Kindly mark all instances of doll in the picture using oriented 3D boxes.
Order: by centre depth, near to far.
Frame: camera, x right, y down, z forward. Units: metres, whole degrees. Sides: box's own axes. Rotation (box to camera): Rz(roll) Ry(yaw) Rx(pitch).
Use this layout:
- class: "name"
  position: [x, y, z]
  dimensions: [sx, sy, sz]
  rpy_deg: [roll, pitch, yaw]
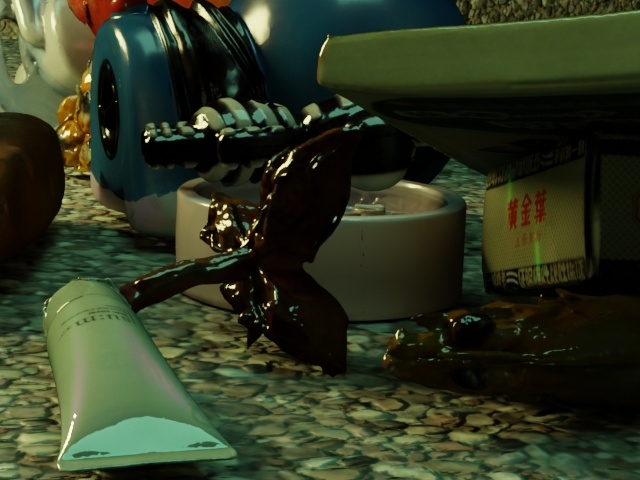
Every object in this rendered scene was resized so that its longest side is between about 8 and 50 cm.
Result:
- class: "doll"
  position: [-0.010, -0.066, 1.110]
  dimensions: [0.219, 0.067, 0.091]
  rpy_deg: [-5, 10, -9]
- class: "doll"
  position: [-0.021, -0.120, 1.323]
  dimensions: [0.310, 0.240, 0.284]
  rpy_deg: [-6, 26, -19]

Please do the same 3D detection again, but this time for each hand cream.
- class: "hand cream"
  position: [-0.100, 0.069, 0.796]
  dimensions: [0.078, 0.050, 0.205]
  rpy_deg: [-1, 15, -16]

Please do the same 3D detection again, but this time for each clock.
- class: "clock"
  position: [0.000, 0.000, 1.119]
  dimensions: [0.197, 0.068, 0.197]
  rpy_deg: [3, 11, -1]

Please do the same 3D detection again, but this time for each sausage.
- class: "sausage"
  position: [-0.238, -0.032, 1.165]
  dimensions: [0.097, 0.094, 0.348]
  rpy_deg: [-18, 12, 1]

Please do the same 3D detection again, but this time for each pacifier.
- class: "pacifier"
  position: [-0.287, -0.213, 1.884]
  dimensions: [0.287, 0.238, 0.226]
  rpy_deg: [-8, -13, -37]

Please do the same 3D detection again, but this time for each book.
- class: "book"
  position: [0.182, -0.072, 0.957]
  dimensions: [0.260, 0.043, 0.371]
  rpy_deg: [-2, -7, 21]

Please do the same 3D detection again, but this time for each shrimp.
- class: "shrimp"
  position: [0.147, 0.052, 0.896]
  dimensions: [0.287, 0.063, 0.152]
  rpy_deg: [1, 7, -26]

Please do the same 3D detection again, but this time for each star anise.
- class: "star anise"
  position: [-0.060, 0.005, 0.936]
  dimensions: [0.144, 0.140, 0.158]
  rpy_deg: [10, -11, -30]

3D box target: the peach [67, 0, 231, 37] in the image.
- class: "peach"
  position: [-0.081, -0.292, 1.694]
  dimensions: [0.370, 0.370, 0.370]
  rpy_deg: [3, 11, -1]

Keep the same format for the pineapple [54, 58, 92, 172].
- class: "pineapple"
  position: [-0.123, -0.113, 1.510]
  dimensions: [0.250, 0.139, 0.164]
  rpy_deg: [5, 12, -7]

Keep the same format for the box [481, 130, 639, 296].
- class: "box"
  position: [0.272, -0.006, 0.983]
  dimensions: [0.310, 0.084, 0.198]
  rpy_deg: [2, -4, -11]
